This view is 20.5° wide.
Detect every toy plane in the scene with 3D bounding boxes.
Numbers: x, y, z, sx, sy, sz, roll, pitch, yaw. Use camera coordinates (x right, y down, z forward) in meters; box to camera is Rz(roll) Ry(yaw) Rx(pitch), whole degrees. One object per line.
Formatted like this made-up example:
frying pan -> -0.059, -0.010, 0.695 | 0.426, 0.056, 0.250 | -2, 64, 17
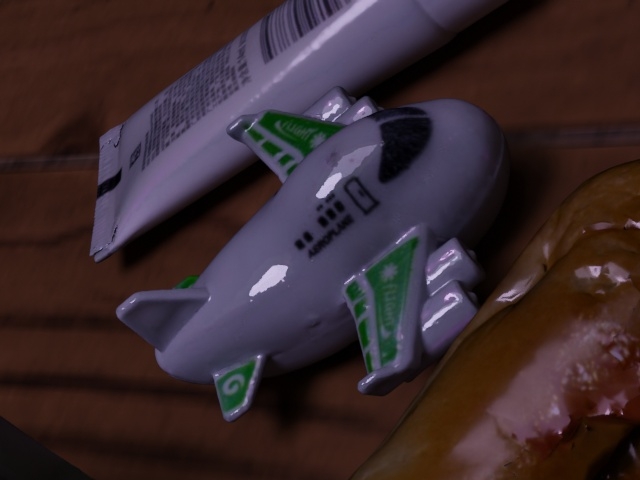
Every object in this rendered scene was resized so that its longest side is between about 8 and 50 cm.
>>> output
toy plane -> 0.002, 0.001, 0.735 | 0.174, 0.080, 0.174 | -19, 48, 23

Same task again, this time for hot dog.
hot dog -> 0.056, 0.132, 0.551 | 0.117, 0.158, 0.349 | 33, 78, 28

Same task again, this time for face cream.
face cream -> -0.015, -0.078, 0.825 | 0.243, 0.058, 0.092 | -31, 37, 24

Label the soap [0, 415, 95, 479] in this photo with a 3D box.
soap -> -0.168, 0.171, 0.666 | 0.138, 0.182, 0.199 | -13, 52, 31
